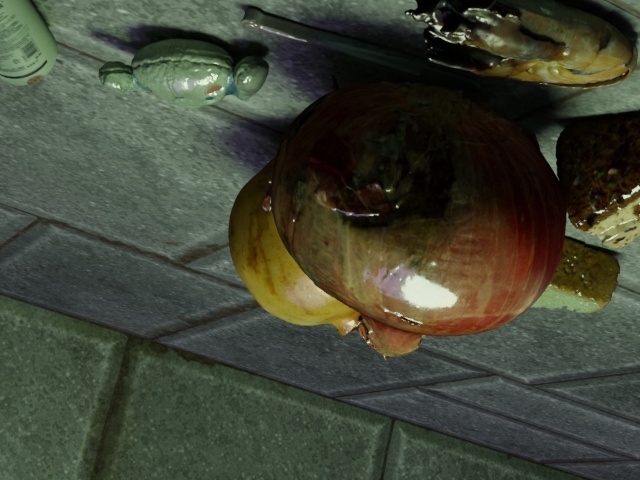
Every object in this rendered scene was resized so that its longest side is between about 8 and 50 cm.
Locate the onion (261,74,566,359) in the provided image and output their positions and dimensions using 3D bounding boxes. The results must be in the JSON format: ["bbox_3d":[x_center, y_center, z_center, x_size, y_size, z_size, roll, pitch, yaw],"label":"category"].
[{"bbox_3d":[0.108,-0.045,1.427,0.353,0.354,0.353,12,163,4],"label":"onion"}]

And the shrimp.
[{"bbox_3d":[0.178,-0.207,1.258,0.289,0.075,0.178,7,170,-26],"label":"shrimp"}]

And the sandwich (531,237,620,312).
[{"bbox_3d":[0.273,0.048,1.916,0.288,0.100,0.254,17,156,-14],"label":"sandwich"}]

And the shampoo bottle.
[{"bbox_3d":[-0.376,-0.269,1.408,0.085,0.085,0.262,9,162,11],"label":"shampoo bottle"}]

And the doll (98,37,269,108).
[{"bbox_3d":[-0.160,-0.200,1.498,0.214,0.072,0.103,0,168,15],"label":"doll"}]

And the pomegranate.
[{"bbox_3d":[0.000,0.000,1.684,0.264,0.264,0.264,12,163,4],"label":"pomegranate"}]

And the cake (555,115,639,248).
[{"bbox_3d":[0.389,-0.111,1.435,0.246,0.135,0.112,-37,145,28],"label":"cake"}]

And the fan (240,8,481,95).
[{"bbox_3d":[0.046,-0.208,1.404,0.282,0.023,0.057,15,171,-8],"label":"fan"}]
